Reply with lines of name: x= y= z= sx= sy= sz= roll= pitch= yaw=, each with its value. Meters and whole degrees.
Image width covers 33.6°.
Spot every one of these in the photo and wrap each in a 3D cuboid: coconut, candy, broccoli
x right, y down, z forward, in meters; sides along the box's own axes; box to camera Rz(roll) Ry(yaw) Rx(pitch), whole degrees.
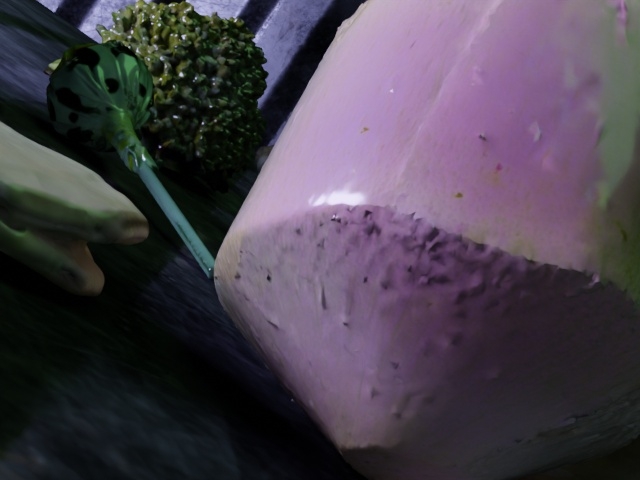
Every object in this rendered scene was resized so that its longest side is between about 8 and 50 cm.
coconut: x=0.074 y=0.009 z=0.537 sx=0.233 sy=0.245 sz=0.233 roll=20 pitch=-25 yaw=10
candy: x=-0.135 y=-0.065 z=0.815 sx=0.083 sy=0.091 sz=0.305 roll=33 pitch=11 yaw=-44
broccoli: x=-0.168 y=-0.191 z=1.183 sx=0.273 sy=0.180 sz=0.242 roll=37 pitch=6 yaw=28

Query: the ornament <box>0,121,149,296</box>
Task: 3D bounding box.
ornament: x=-0.183 y=-0.056 z=0.464 sx=0.201 sy=0.059 sz=0.180 roll=35 pitch=2 yaw=-43

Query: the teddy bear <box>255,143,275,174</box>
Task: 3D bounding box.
teddy bear: x=0.046 y=-0.004 z=0.977 sx=0.267 sy=0.156 sz=0.256 roll=30 pitch=5 yaw=-40

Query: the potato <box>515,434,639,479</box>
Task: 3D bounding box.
potato: x=0.132 y=0.081 z=0.758 sx=0.299 sy=0.116 sz=0.239 roll=-112 pitch=177 yaw=-65
